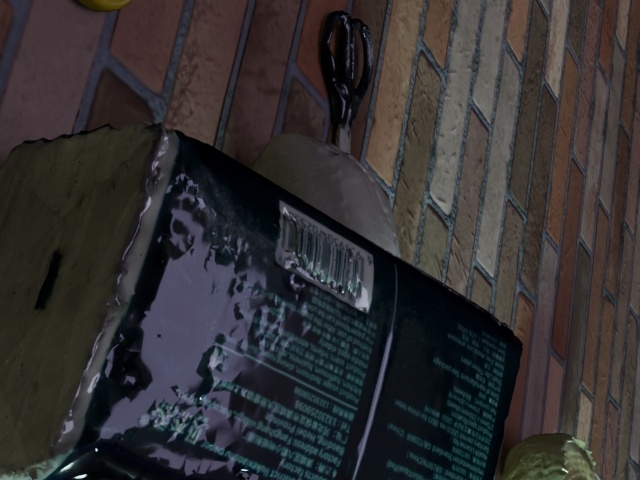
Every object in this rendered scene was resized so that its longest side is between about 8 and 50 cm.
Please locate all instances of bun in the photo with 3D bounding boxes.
[{"bbox_3d":[0.358,0.430,1.914,0.259,0.152,0.259,39,43,-49],"label":"bun"}]

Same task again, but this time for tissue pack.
[{"bbox_3d":[-0.061,0.111,0.951,0.416,0.253,0.264,28,68,-37],"label":"tissue pack"}]

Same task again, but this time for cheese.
[{"bbox_3d":[0.000,0.000,1.267,0.189,0.154,0.198,16,57,-61],"label":"cheese"}]

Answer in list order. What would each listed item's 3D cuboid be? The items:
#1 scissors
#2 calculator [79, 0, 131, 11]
[{"bbox_3d":[0.029,-0.128,1.472,0.109,0.022,0.300,12,78,-57],"label":"scissors"},{"bbox_3d":[-0.206,-0.311,1.037,0.146,0.032,0.235,-52,134,-50],"label":"calculator"}]
